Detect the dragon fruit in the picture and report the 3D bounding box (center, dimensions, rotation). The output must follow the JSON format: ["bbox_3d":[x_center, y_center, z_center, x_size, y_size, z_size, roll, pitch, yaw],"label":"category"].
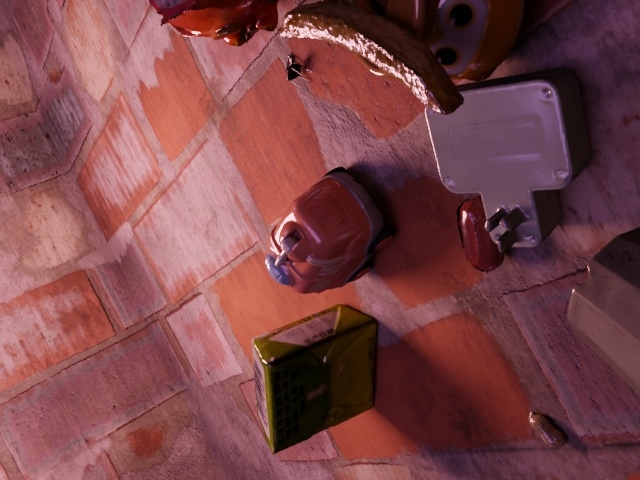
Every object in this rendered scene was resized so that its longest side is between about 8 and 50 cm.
[{"bbox_3d":[-0.188,-0.533,1.469,0.305,0.225,0.306,-12,73,43],"label":"dragon fruit"}]

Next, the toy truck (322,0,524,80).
[{"bbox_3d":[0.158,-0.364,1.104,0.288,0.211,0.204,49,146,28],"label":"toy truck"}]

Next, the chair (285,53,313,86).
[{"bbox_3d":[-0.057,-0.359,1.559,0.086,0.042,0.037,39,136,32],"label":"chair"}]

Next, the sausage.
[{"bbox_3d":[0.284,-0.012,1.297,0.076,0.076,0.141,3,113,53],"label":"sausage"}]

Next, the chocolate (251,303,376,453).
[{"bbox_3d":[-0.020,0.321,1.764,0.137,0.288,0.301,44,143,45],"label":"chocolate"}]

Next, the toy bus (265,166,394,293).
[{"bbox_3d":[0.000,0.000,1.559,0.194,0.232,0.288,51,143,14],"label":"toy bus"}]

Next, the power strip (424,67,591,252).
[{"bbox_3d":[0.286,-0.113,1.141,0.229,0.141,0.261,0,114,42],"label":"power strip"}]

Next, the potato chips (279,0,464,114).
[{"bbox_3d":[0.062,-0.281,1.046,0.407,0.057,0.080,39,145,45],"label":"potato chips"}]

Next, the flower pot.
[{"bbox_3d":[0.488,0.121,0.967,0.259,0.290,0.290,45,145,48],"label":"flower pot"}]

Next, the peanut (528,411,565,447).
[{"bbox_3d":[0.425,0.355,1.387,0.083,0.037,0.037,52,146,28],"label":"peanut"}]
